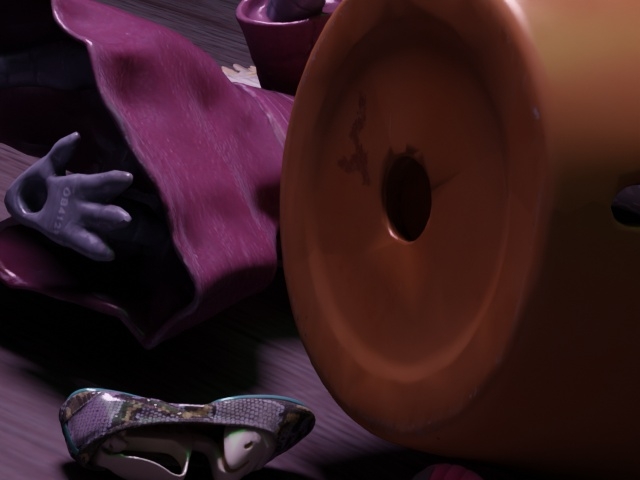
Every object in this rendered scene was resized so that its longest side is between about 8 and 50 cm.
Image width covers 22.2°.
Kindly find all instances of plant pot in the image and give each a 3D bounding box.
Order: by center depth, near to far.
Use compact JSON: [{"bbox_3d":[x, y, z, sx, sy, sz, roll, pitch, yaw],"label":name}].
[{"bbox_3d":[0.117,-0.013,0.706,0.203,0.291,0.291,0,19,-31],"label":"plant pot"}]

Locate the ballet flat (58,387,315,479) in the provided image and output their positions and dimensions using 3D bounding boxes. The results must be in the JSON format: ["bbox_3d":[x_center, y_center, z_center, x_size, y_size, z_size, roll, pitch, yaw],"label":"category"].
[{"bbox_3d":[-0.053,0.087,0.687,0.114,0.041,0.041,6,16,-24],"label":"ballet flat"}]

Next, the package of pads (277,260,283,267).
[{"bbox_3d":[0.000,0.000,1.043,0.083,0.032,0.050,5,16,-27],"label":"package of pads"}]

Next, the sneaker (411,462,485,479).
[{"bbox_3d":[0.082,0.128,0.645,0.119,0.047,0.057,27,-1,41],"label":"sneaker"}]

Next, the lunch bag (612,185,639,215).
[{"bbox_3d":[0.319,-0.110,1.364,0.305,0.212,0.256,22,23,40],"label":"lunch bag"}]

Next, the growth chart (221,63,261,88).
[{"bbox_3d":[-0.007,-0.143,1.582,0.172,0.021,0.237,24,19,37],"label":"growth chart"}]

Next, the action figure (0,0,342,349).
[{"bbox_3d":[-0.046,-0.022,0.909,0.276,0.248,0.370,-19,-12,33],"label":"action figure"}]
